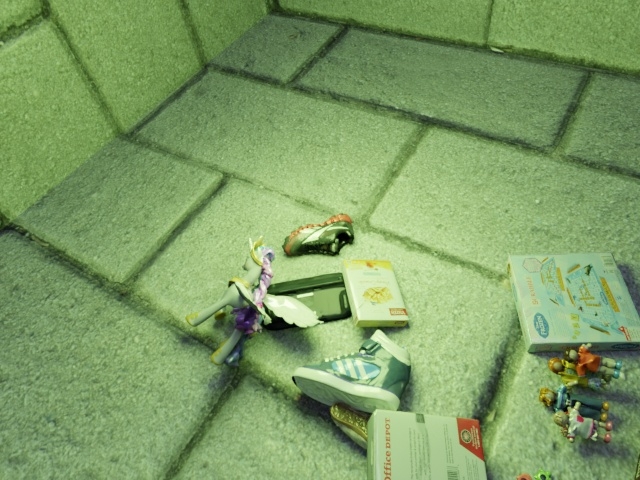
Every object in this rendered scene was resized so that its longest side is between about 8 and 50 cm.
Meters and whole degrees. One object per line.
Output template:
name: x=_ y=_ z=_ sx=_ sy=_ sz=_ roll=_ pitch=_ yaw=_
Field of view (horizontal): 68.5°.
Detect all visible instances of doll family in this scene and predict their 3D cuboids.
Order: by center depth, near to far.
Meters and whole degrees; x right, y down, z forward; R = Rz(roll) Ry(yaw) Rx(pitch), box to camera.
doll family: x=0.683 y=0.407 z=1.263 sx=0.163 sy=0.118 sz=0.263 roll=15 pitch=73 yaw=13

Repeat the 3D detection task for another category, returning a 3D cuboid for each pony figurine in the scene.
pony figurine: x=-0.216 y=0.202 z=1.439 sx=0.363 sy=0.303 sz=0.351 roll=-52 pitch=52 yaw=8

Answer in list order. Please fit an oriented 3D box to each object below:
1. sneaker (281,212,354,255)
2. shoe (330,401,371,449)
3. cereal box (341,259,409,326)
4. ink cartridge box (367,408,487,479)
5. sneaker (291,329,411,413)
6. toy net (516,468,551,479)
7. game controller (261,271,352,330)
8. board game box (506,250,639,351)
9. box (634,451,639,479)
sneaker: x=0.000 y=0.000 z=1.695 sx=0.276 sy=0.097 sz=0.135 roll=-20 pitch=49 yaw=-9
shoe: x=0.123 y=0.522 z=1.287 sx=0.219 sy=0.058 sz=0.076 roll=27 pitch=42 yaw=21
cereal box: x=0.173 y=0.168 z=1.529 sx=0.173 sy=0.047 sz=0.240 roll=2 pitch=48 yaw=-18
ink cartridge box: x=0.255 y=0.544 z=1.164 sx=0.273 sy=0.114 sz=0.197 roll=8 pitch=52 yaw=-4
sneaker: x=0.104 y=0.362 z=1.382 sx=0.323 sy=0.130 sz=0.236 roll=8 pitch=43 yaw=21
toy net: x=0.480 y=0.640 z=1.133 sx=0.232 sy=0.045 sz=0.122 roll=-18 pitch=51 yaw=-5
game controller: x=-0.047 y=0.203 z=1.575 sx=0.319 sy=0.067 sz=0.166 roll=-10 pitch=65 yaw=2
board game box: x=0.767 y=0.183 z=1.441 sx=0.318 sy=0.066 sz=0.318 roll=-2 pitch=51 yaw=8
box: x=0.861 y=0.504 z=1.077 sx=0.167 sy=0.203 sz=0.168 roll=21 pitch=57 yaw=24
